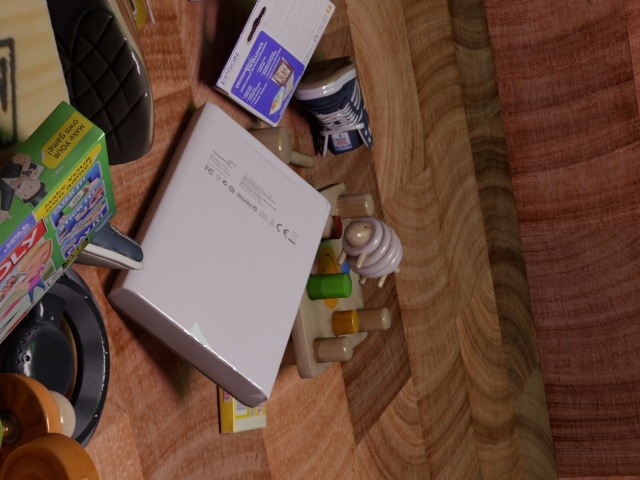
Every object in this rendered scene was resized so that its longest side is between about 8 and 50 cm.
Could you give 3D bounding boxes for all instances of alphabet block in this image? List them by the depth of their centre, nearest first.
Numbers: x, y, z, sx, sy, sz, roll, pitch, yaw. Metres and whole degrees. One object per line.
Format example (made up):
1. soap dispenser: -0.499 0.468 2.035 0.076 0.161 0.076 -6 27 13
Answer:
1. alphabet block: -0.341 -0.116 1.136 0.197 0.192 0.193 -40 120 -63

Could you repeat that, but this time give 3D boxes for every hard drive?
1. hard drive: -0.116 0.010 1.726 0.233 0.047 0.353 40 41 -21

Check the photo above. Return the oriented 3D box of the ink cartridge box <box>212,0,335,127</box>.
1. ink cartridge box: -0.073 -0.284 1.917 0.206 0.045 0.208 -63 156 -2

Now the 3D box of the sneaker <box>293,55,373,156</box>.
1. sneaker: 0.022 -0.201 2.135 0.282 0.099 0.153 -61 142 -75

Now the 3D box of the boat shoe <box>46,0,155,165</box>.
1. boat shoe: -0.243 -0.242 1.444 0.120 0.122 0.324 -63 141 -60

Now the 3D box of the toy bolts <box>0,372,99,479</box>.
1. toy bolts: -0.253 0.247 1.229 0.158 0.218 0.228 1 102 -58

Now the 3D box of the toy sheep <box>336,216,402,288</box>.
1. toy sheep: 0.074 0.015 1.929 0.132 0.091 0.091 44 44 -48

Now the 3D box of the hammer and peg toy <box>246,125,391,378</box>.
1. hammer and peg toy: 0.000 0.000 2.031 0.266 0.127 0.361 -26 109 -67

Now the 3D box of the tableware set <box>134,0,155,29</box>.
1. tableware set: -0.252 -0.295 1.625 0.154 0.024 0.104 -40 119 -63

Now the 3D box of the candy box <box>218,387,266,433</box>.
1. candy box: -0.110 0.156 1.856 0.105 0.027 0.206 11 75 -70

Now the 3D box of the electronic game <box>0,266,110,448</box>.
1. electronic game: -0.291 0.128 1.385 0.229 0.048 0.229 9 79 -59

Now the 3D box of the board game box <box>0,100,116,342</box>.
1. board game box: -0.286 0.051 1.086 0.317 0.046 0.213 -50 176 -15

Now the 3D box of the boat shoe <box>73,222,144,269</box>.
1. boat shoe: -0.270 -0.023 1.420 0.254 0.095 0.079 22 70 -52
